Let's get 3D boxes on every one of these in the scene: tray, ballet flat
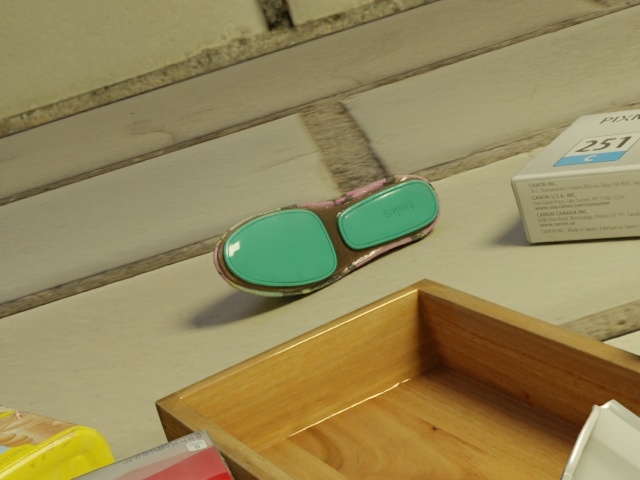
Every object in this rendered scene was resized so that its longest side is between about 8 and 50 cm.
[{"bbox_3d":[0.078,0.125,0.869,0.202,0.076,0.411,-23,18,-20],"label":"tray"},{"bbox_3d":[0.000,0.000,1.375,0.221,0.077,0.079,-21,-2,-28],"label":"ballet flat"}]

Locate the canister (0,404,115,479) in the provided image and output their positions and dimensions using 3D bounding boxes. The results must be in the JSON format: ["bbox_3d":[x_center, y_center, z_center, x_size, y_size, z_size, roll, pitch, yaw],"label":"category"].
[{"bbox_3d":[-0.228,0.159,1.069,0.126,0.073,0.170,-30,22,-36],"label":"canister"}]

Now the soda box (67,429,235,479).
[{"bbox_3d":[-0.162,0.195,0.848,0.263,0.092,0.083,-20,18,-10],"label":"soda box"}]

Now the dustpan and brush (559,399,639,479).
[{"bbox_3d":[0.126,0.179,0.618,0.211,0.147,0.060,-56,2,-19],"label":"dustpan and brush"}]

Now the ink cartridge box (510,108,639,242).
[{"bbox_3d":[0.341,-0.083,1.289,0.296,0.066,0.261,-4,22,38],"label":"ink cartridge box"}]
